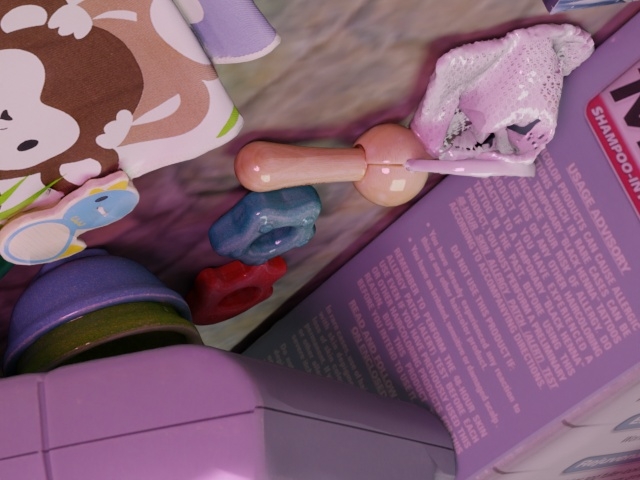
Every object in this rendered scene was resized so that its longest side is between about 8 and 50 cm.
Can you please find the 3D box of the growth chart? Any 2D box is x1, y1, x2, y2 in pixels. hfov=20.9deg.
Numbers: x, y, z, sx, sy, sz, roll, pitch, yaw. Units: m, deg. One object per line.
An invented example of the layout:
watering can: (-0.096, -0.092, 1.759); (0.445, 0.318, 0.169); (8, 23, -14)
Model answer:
growth chart: (-0.094, -0.034, 0.440); (0.237, 0.021, 0.172); (-37, 147, 15)

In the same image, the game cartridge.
game cartridge: (-0.121, 0.098, 0.622); (0.297, 0.062, 0.198); (-15, 159, 21)

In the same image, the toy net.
toy net: (0.000, 0.000, 0.619); (0.232, 0.045, 0.122); (-26, 157, 5)

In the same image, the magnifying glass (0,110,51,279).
magnifying glass: (-0.132, 0.016, 0.558); (0.092, 0.026, 0.231); (-15, 154, -22)

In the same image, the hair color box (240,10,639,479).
hair color box: (0.093, 0.054, 0.743); (0.185, 0.113, 0.374); (-1, 149, -46)

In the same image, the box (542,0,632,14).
box: (0.138, -0.114, 0.524); (0.137, 0.027, 0.094); (-12, 156, -28)
